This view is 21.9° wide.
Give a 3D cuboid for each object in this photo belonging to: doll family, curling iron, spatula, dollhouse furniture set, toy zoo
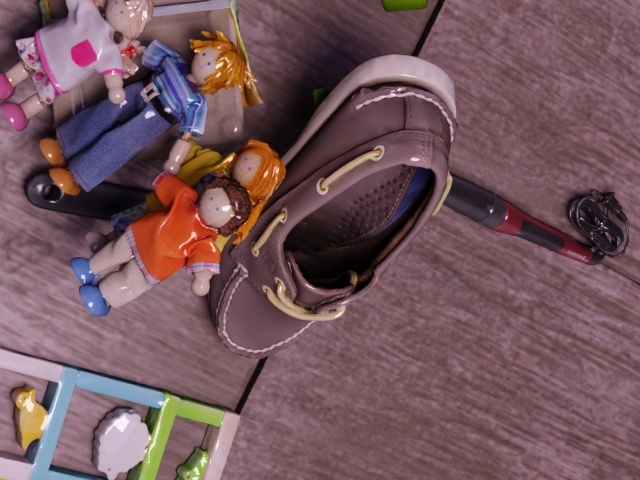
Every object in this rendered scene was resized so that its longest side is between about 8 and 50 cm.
[{"bbox_3d":[-0.117,-0.071,1.204,0.163,0.118,0.263,-31,72,14],"label":"doll family"},{"bbox_3d":[0.158,-0.037,1.444,0.274,0.035,0.068,15,87,-26],"label":"curling iron"},{"bbox_3d":[-0.097,-0.015,1.336,0.297,0.030,0.084,11,101,-24],"label":"spatula"},{"bbox_3d":[-0.062,-0.168,1.310,0.302,0.151,0.197,-4,94,6],"label":"dollhouse furniture set"},{"bbox_3d":[-0.225,0.190,1.311,0.293,0.030,0.192,17,91,-25],"label":"toy zoo"}]

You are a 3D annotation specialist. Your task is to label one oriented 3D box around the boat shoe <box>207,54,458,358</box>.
[{"bbox_3d":[0.000,0.000,1.245,0.117,0.324,0.096,20,45,-21],"label":"boat shoe"}]
